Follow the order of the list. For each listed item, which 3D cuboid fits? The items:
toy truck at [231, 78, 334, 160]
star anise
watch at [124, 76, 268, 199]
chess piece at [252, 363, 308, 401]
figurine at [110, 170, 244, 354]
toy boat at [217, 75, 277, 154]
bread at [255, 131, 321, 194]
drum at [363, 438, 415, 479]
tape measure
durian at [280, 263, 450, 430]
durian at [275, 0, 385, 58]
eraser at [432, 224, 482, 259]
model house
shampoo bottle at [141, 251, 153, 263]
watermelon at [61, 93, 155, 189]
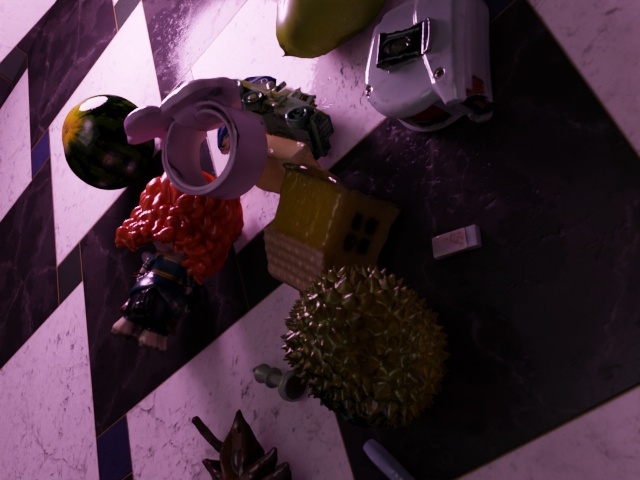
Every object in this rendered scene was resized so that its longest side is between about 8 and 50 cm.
[{"bbox_3d":[-0.076,-0.273,1.431,0.260,0.128,0.135,31,65,35],"label":"toy truck"},{"bbox_3d":[-0.135,0.471,1.256,0.350,0.109,0.292,6,73,36],"label":"star anise"},{"bbox_3d":[-0.238,-0.181,1.337,0.248,0.211,0.217,-29,74,25],"label":"watch"},{"bbox_3d":[-0.087,0.266,1.321,0.149,0.059,0.059,6,80,54],"label":"chess piece"},{"bbox_3d":[-0.318,0.050,1.491,0.241,0.306,0.411,23,107,19],"label":"figurine"},{"bbox_3d":[-0.127,-0.237,1.551,0.220,0.067,0.291,-49,59,17],"label":"toy boat"},{"bbox_3d":[-0.078,-0.150,1.392,0.188,0.125,0.068,18,58,44],"label":"bread"},{"bbox_3d":[0.161,0.371,1.021,0.130,0.049,0.253,-52,46,20],"label":"drum"},{"bbox_3d":[0.184,-0.310,1.185,0.246,0.125,0.243,-13,66,42],"label":"tape measure"},{"bbox_3d":[0.067,0.157,1.044,0.291,0.291,0.224,24,77,48],"label":"durian"},{"bbox_3d":[0.027,-0.516,1.388,0.339,0.205,0.256,-69,27,16],"label":"durian"},{"bbox_3d":[0.221,0.003,1.113,0.083,0.019,0.038,-22,60,40],"label":"eraser"},{"bbox_3d":[0.000,0.000,1.229,0.193,0.175,0.234,23,90,47],"label":"model house"},{"bbox_3d":[-0.413,0.084,1.728,0.080,0.040,0.165,-59,43,15],"label":"shampoo bottle"},{"bbox_3d":[-0.583,-0.273,1.882,0.269,0.269,0.268,-18,63,41],"label":"watermelon"}]
